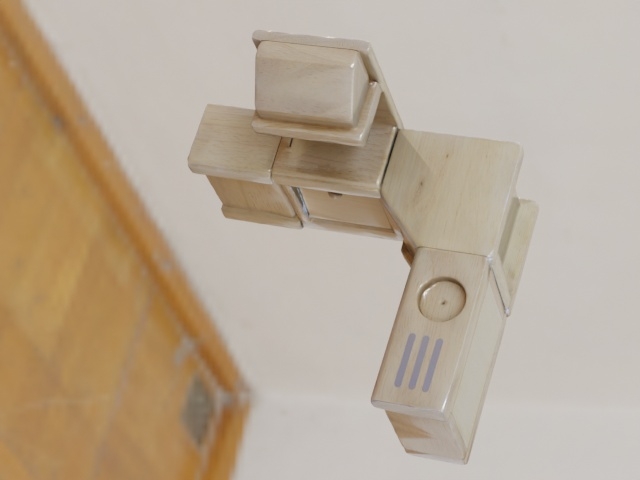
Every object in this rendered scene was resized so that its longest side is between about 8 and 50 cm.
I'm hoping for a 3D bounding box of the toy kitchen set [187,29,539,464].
[{"bbox_3d":[0.000,0.000,0.459,0.068,0.083,0.075,63,40,-58],"label":"toy kitchen set"}]
